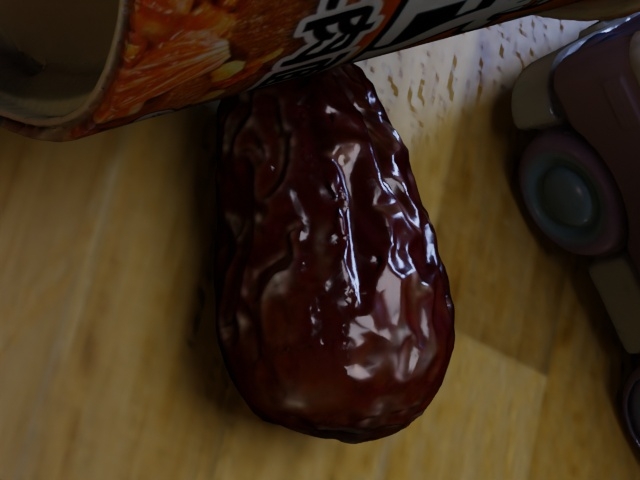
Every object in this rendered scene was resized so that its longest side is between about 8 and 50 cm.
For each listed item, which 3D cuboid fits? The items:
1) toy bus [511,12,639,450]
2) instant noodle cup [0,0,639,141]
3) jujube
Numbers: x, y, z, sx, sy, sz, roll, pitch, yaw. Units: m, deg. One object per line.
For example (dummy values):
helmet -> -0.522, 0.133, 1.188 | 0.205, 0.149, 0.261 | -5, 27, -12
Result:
toy bus -> 0.178, -0.002, 0.645 | 0.142, 0.142, 0.202 | -31, 98, -37
instant noodle cup -> -0.023, -0.151, 0.484 | 0.192, 0.250, 0.250 | -25, 94, -29
jujube -> 0.000, 0.000, 0.564 | 0.077, 0.077, 0.129 | 2, 67, -36
